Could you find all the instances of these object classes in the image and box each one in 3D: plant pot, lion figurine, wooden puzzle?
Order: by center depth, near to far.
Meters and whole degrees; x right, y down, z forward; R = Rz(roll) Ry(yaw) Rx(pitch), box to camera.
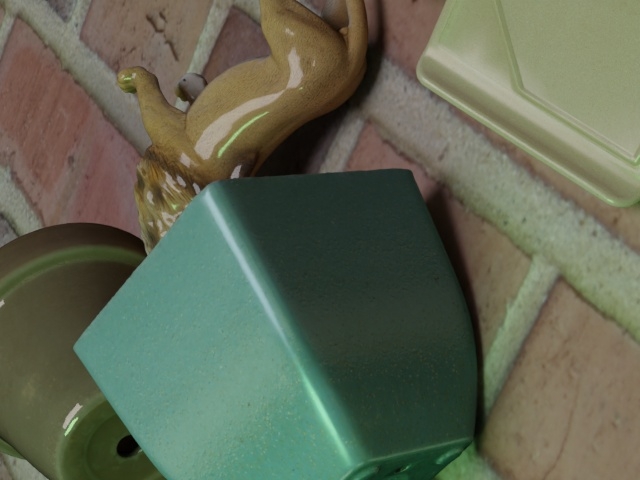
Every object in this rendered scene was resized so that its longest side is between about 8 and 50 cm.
[{"bbox_3d":[0.208,-0.178,1.454,0.221,0.044,0.238,35,116,21],"label":"wooden puzzle"},{"bbox_3d":[-0.012,0.115,1.599,0.248,0.247,0.252,-48,61,37],"label":"plant pot"},{"bbox_3d":[-0.062,-0.131,1.833,0.392,0.142,0.240,-49,51,30],"label":"lion figurine"},{"bbox_3d":[-0.229,0.147,1.868,0.263,0.263,0.229,-65,33,18],"label":"plant pot"}]
